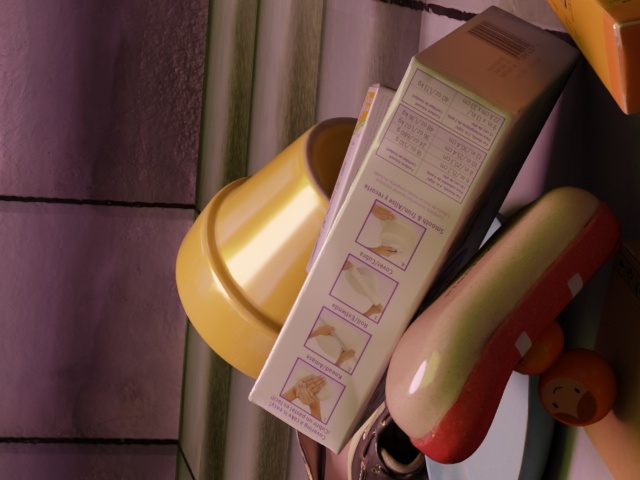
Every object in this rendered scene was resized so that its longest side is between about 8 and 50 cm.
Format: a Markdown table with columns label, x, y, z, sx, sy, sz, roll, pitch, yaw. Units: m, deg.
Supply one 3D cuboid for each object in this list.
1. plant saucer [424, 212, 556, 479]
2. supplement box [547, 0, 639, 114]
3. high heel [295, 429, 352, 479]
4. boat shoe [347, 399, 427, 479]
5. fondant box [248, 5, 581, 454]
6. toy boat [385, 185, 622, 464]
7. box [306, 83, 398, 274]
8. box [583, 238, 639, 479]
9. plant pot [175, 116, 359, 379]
| label | x | y | z | sx | sy | sz | roll | pitch | yaw |
| --- | --- | --- | --- | --- | --- | --- | --- | --- | --- |
| plant saucer | 0.156 | 0.125 | 1.568 | 0.317 | 0.043 | 0.318 | -178 | 90 | -76 |
| supplement box | 0.218 | -0.184 | 1.249 | 0.233 | 0.080 | 0.078 | -112 | 7 | -56 |
| high heel | 0.012 | 0.242 | 1.978 | 0.186 | 0.093 | 0.261 | -94 | -8 | -48 |
| boat shoe | 0.080 | 0.219 | 1.794 | 0.073 | 0.080 | 0.224 | -99 | 21 | -56 |
| fondant box | 0.081 | -0.014 | 1.406 | 0.330 | 0.096 | 0.238 | -65 | -11 | 24 |
| toy boat | 0.160 | 0.081 | 1.273 | 0.231 | 0.151 | 0.151 | -47 | 2 | -17 |
| box | 0.072 | -0.043 | 1.676 | 0.103 | 0.114 | 0.203 | -116 | 44 | -84 |
| box | 0.245 | 0.115 | 1.242 | 0.201 | 0.021 | 0.164 | -114 | 29 | -61 |
| plant pot | 0.000 | 0.000 | 1.865 | 0.239 | 0.254 | 0.254 | -53 | 34 | 43 |
